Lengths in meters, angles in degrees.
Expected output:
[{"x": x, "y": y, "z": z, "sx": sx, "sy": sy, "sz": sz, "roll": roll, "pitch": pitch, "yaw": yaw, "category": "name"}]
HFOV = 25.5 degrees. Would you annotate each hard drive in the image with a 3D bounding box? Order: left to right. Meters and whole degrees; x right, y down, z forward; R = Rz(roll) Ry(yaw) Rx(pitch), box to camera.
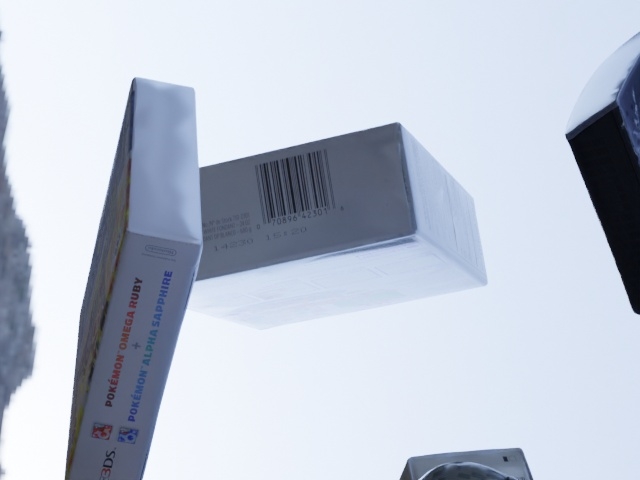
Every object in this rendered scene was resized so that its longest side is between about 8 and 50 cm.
[{"x": 0.240, "y": -0.059, "z": 0.969, "sx": 0.054, "sy": 0.254, "sz": 0.172, "roll": -15, "pitch": -74, "yaw": 32, "category": "hard drive"}]

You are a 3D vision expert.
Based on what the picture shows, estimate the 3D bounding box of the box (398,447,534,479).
[{"x": 0.145, "y": 0.377, "z": 1.657, "sx": 0.311, "sy": 0.148, "sz": 0.121, "roll": 104, "pitch": -23, "yaw": -49, "category": "box"}]

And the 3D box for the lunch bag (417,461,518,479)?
[{"x": 0.101, "y": 0.302, "z": 0.725, "sx": 0.212, "sy": 0.305, "sz": 0.256, "roll": -51, "pitch": -174, "yaw": 39, "category": "lunch bag"}]

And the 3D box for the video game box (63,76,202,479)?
[{"x": -0.112, "y": 0.027, "z": 0.839, "sx": 0.205, "sy": 0.048, "sz": 0.187, "roll": -101, "pitch": -157, "yaw": -61, "category": "video game box"}]

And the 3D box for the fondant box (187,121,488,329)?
[{"x": 0.000, "y": 0.000, "z": 1.248, "sx": 0.238, "sy": 0.330, "sz": 0.096, "roll": -12, "pitch": -103, "yaw": 14, "category": "fondant box"}]
